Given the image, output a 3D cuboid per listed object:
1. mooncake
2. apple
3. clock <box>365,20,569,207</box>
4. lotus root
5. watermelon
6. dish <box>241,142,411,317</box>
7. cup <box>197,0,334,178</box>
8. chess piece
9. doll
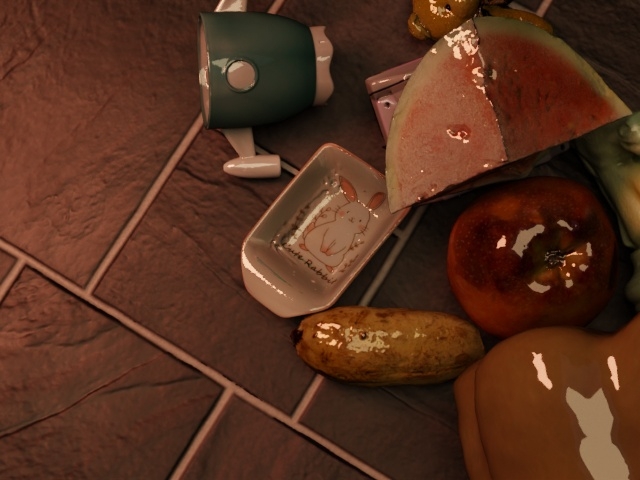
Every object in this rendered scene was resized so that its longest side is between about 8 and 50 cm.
[{"bbox_3d":[0.380,0.208,1.267,0.466,0.467,0.262,-11,76,-3],"label":"mooncake"},{"bbox_3d":[0.272,0.025,1.473,0.229,0.230,0.230,0,78,0],"label":"apple"},{"bbox_3d":[0.204,-0.170,1.550,0.253,0.083,0.186,-21,104,-5],"label":"clock"},{"bbox_3d":[0.089,0.138,1.502,0.258,0.110,0.097,0,38,-1],"label":"lotus root"},{"bbox_3d":[0.227,-0.148,1.430,0.260,0.256,0.176,-15,43,-32],"label":"watermelon"},{"bbox_3d":[0.000,0.000,1.544,0.154,0.064,0.234,37,79,16],"label":"dish"},{"bbox_3d":[-0.075,-0.232,1.556,0.173,0.167,0.300,-5,104,-11],"label":"cup"},{"bbox_3d":[0.428,-0.059,1.510,0.175,0.176,0.298,-25,79,-6],"label":"chess piece"},{"bbox_3d":[0.229,-0.315,1.607,0.209,0.097,0.137,19,73,-2],"label":"doll"}]
